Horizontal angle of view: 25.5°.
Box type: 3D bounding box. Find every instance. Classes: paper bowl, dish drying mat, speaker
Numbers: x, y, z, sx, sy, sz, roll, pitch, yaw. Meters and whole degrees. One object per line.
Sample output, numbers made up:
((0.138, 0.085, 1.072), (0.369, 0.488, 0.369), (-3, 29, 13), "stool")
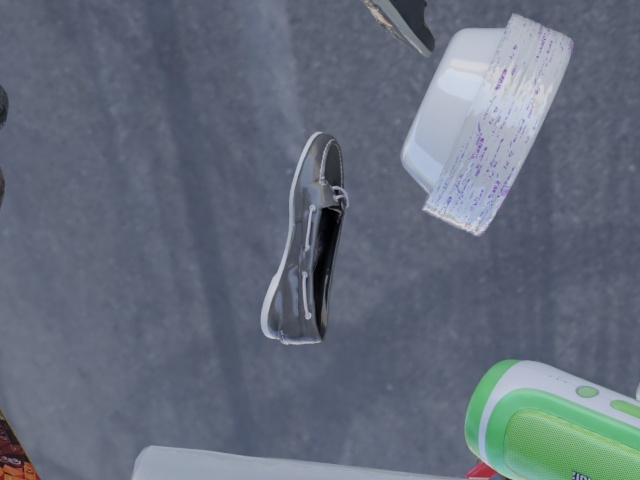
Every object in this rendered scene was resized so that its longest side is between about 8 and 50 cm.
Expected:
((0.203, -0.159, 1.833), (0.148, 0.284, 0.284), (24, 145, 1), "paper bowl")
((0.211, 0.264, 1.686), (0.032, 0.083, 0.008), (59, 174, -35), "dish drying mat")
((0.293, 0.217, 1.414), (0.296, 0.131, 0.131), (20, 136, 37), "speaker")

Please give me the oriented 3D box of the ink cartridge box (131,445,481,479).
((0.095, 0.214, 0.515), (0.308, 0.091, 0.385), (5, 143, 4), "ink cartridge box")

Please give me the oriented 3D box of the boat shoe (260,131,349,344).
((0.000, 0.000, 2.172), (0.095, 0.335, 0.112), (9, 169, 28), "boat shoe")

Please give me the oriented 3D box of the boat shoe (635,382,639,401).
((0.557, 0.157, 2.049), (0.095, 0.254, 0.079), (51, 162, 4), "boat shoe")

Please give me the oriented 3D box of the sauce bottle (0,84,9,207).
((-0.339, -0.018, 1.258), (0.111, 0.344, 0.111), (2, 136, 2), "sauce bottle")

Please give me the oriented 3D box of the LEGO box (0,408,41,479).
((-0.472, 0.356, 1.369), (0.372, 0.193, 0.500), (47, 118, 41), "LEGO box")

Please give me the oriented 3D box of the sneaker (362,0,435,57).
((0.131, -0.350, 1.995), (0.083, 0.118, 0.222), (37, 178, 35), "sneaker")

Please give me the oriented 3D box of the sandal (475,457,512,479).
((0.221, 0.396, 1.919), (0.097, 0.054, 0.254), (23, 110, 61), "sandal")
